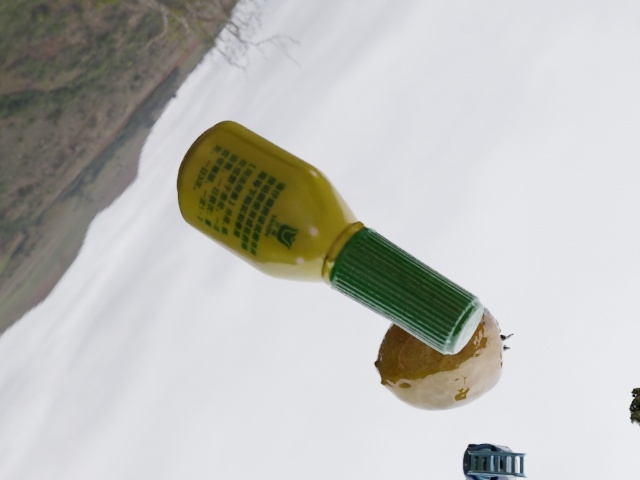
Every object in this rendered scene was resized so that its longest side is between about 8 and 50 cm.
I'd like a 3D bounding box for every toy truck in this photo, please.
[{"bbox_3d":[0.220,0.280,0.941,0.090,0.073,0.056,120,-23,-70],"label":"toy truck"}]

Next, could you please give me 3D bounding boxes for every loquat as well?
[{"bbox_3d":[0.202,0.182,1.242,0.234,0.176,0.187,-16,-149,9],"label":"loquat"}]

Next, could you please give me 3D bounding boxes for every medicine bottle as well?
[{"bbox_3d":[0.000,0.000,0.567,0.064,0.260,0.095,-3,121,-61],"label":"medicine bottle"}]

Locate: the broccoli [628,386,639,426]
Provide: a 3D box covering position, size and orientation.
[{"bbox_3d":[0.715,0.284,1.461,0.164,0.146,0.304,-23,150,-14],"label":"broccoli"}]
